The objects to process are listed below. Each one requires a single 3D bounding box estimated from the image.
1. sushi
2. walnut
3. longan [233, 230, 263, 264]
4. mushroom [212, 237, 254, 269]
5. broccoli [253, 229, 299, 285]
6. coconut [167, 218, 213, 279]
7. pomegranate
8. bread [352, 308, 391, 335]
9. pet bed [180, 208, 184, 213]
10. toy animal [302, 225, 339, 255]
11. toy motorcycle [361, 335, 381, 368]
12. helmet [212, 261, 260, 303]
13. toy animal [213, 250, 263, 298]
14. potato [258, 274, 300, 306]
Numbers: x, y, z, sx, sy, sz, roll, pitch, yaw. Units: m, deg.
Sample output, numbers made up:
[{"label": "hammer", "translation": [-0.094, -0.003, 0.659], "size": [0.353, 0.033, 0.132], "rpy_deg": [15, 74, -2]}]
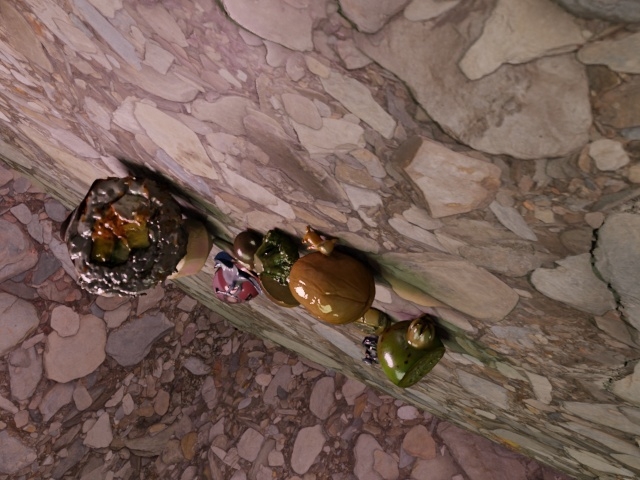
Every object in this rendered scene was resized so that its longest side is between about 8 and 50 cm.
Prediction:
[{"label": "sushi", "translation": [-0.600, -0.011, 1.566], "size": [0.418, 0.417, 0.176], "rpy_deg": [25, 178, 15]}, {"label": "walnut", "translation": [0.028, 0.117, 1.282], "size": [0.226, 0.193, 0.193], "rpy_deg": [20, 159, 25]}, {"label": "longan", "translation": [-0.216, 0.022, 1.544], "size": [0.113, 0.092, 0.113], "rpy_deg": [26, 137, 28]}, {"label": "mushroom", "translation": [-0.314, 0.041, 1.812], "size": [0.202, 0.054, 0.059], "rpy_deg": [29, 156, 20]}, {"label": "broccoli", "translation": [-0.121, 0.046, 1.420], "size": [0.146, 0.138, 0.162], "rpy_deg": [23, 121, 42]}, {"label": "coconut", "translation": [-0.477, 0.027, 1.740], "size": [0.237, 0.197, 0.237], "rpy_deg": [-11, 175, -1]}, {"label": "pomegranate", "translation": [0.243, 0.305, 1.450], "size": [0.159, 0.190, 0.241], "rpy_deg": [48, 173, 30]}, {"label": "bread", "translation": [0.161, 0.263, 1.637], "size": [0.117, 0.064, 0.156], "rpy_deg": [36, 162, -19]}, {"label": "pet bed", "translation": [-0.566, -0.130, 1.736], "size": [0.201, 0.053, 0.201], "rpy_deg": [23, 164, 7]}, {"label": "toy animal", "translation": [0.000, 0.000, 1.240], "size": [0.083, 0.060, 0.081], "rpy_deg": [2, 111, 54]}, {"label": "toy motorcycle", "translation": [0.254, 0.437, 1.896], "size": [0.173, 0.108, 0.307], "rpy_deg": [12, 155, 22]}, {"label": "helmet", "translation": [-0.357, 0.193, 2.107], "size": [0.198, 0.154, 0.253], "rpy_deg": [41, 163, -27]}, {"label": "toy animal", "translation": [-0.315, 0.122, 1.854], "size": [0.255, 0.176, 0.239], "rpy_deg": [5, 161, 29]}, {"label": "potato", "translation": [-0.167, 0.170, 1.845], "size": [0.243, 0.098, 0.138], "rpy_deg": [41, 160, -26]}]
